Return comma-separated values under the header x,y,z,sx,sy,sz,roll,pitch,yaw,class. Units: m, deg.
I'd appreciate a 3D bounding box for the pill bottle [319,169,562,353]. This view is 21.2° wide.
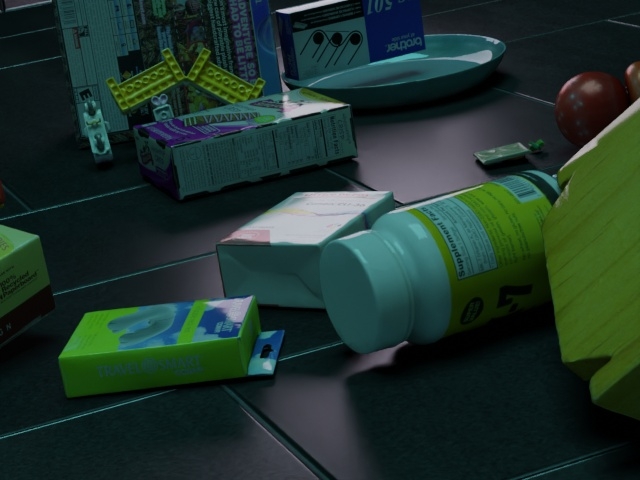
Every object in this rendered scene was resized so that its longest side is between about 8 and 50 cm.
x,y,z,sx,sy,sz,roll,pitch,yaw,class
0.112,0.020,1.455,0.208,0.119,0.119,-17,19,-26,pill bottle

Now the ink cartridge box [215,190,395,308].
x,y,z,sx,sy,sz,roll,pitch,yaw,class
0.000,0.000,1.657,0.115,0.067,0.198,1,19,29,ink cartridge box

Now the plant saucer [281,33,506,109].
x,y,z,sx,sy,sz,roll,pitch,yaw,class
0.104,-0.235,2.409,0.318,0.043,0.317,-7,17,2,plant saucer

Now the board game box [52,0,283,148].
x,y,z,sx,sy,sz,roll,pitch,yaw,class
-0.210,-0.273,2.356,0.291,0.232,0.141,-9,17,-5,board game box

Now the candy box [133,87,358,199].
x,y,z,sx,sy,sz,roll,pitch,yaw,class
-0.092,-0.121,2.083,0.233,0.071,0.159,-14,17,-20,candy box

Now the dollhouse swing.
x,y,z,sx,sy,sz,roll,pitch,yaw,class
0.392,0.030,1.303,0.315,0.305,0.347,-43,20,22,dollhouse swing

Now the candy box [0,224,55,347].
x,y,z,sx,sy,sz,roll,pitch,yaw,class
-0.425,0.038,1.600,0.316,0.087,0.183,14,35,36,candy box

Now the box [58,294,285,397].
x,y,z,sx,sy,sz,roll,pitch,yaw,class
-0.126,0.089,1.474,0.178,0.042,0.109,-7,18,7,box

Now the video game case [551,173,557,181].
x,y,z,sx,sy,sz,roll,pitch,yaw,class
0.377,-0.064,1.765,0.212,0.023,0.193,-15,18,-21,video game case

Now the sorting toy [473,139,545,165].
x,y,z,sx,sy,sz,roll,pitch,yaw,class
0.222,-0.101,1.971,0.083,0.012,0.062,-13,13,-5,sorting toy

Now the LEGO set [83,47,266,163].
x,y,z,sx,sy,sz,roll,pitch,yaw,class
-0.168,-0.177,2.241,0.287,0.132,0.107,-6,-9,-4,LEGO set

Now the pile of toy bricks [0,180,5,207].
x,y,z,sx,sy,sz,roll,pitch,yaw,class
-0.401,0.012,1.789,0.212,0.118,0.105,-20,-15,17,pile of toy bricks

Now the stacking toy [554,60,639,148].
x,y,z,sx,sy,sz,roll,pitch,yaw,class
0.430,-0.169,1.939,0.330,0.141,0.141,-13,16,9,stacking toy

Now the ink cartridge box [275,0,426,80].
x,y,z,sx,sy,sz,roll,pitch,yaw,class
0.043,-0.293,2.385,0.207,0.097,0.046,-16,19,-25,ink cartridge box
